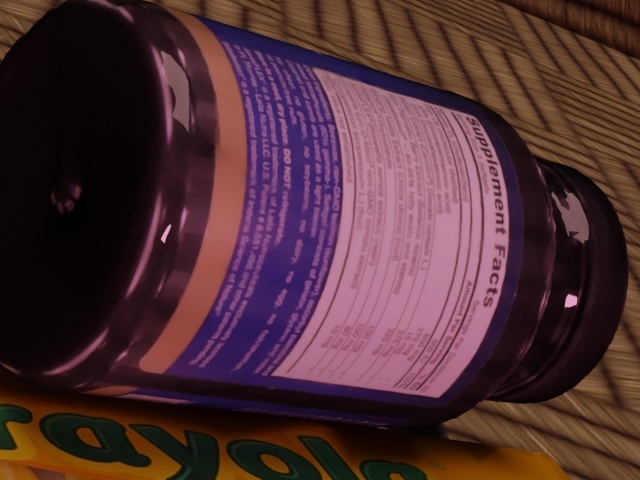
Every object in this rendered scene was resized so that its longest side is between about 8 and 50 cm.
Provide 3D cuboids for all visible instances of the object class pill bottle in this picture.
[{"bbox_3d":[0.000,0.000,0.554,0.219,0.123,0.123,12,22,-41],"label":"pill bottle"}]

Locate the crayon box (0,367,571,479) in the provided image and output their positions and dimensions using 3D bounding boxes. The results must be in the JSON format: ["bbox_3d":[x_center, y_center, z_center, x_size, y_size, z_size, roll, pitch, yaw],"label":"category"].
[{"bbox_3d":[-0.016,0.159,0.434,0.363,0.106,0.313,13,22,-32],"label":"crayon box"}]

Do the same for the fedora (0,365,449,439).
[{"bbox_3d":[-0.053,0.009,0.726,0.334,0.153,0.334,22,19,-8],"label":"fedora"}]
